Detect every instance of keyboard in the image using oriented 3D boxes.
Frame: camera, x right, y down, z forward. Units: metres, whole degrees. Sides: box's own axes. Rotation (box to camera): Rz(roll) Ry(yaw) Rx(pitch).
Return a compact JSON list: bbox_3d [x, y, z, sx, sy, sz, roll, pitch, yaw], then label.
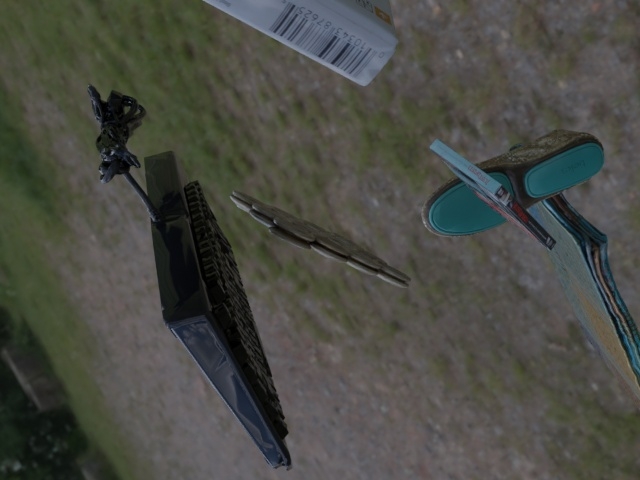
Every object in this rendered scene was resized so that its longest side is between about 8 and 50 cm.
[{"bbox_3d":[-0.086,-0.002,0.684,0.201,0.033,0.317,57,-179,-23],"label":"keyboard"}]

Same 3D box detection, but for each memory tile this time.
[{"bbox_3d":[0.000,0.000,0.889,0.148,0.012,0.113,23,-174,-38],"label":"memory tile"}]

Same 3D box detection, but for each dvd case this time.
[{"bbox_3d":[0.152,-0.039,0.932,0.119,0.013,0.087,35,-174,-47],"label":"dvd case"}]

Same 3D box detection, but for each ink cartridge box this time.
[{"bbox_3d":[-0.081,-0.307,0.968,0.072,0.304,0.307,-52,27,31],"label":"ink cartridge box"}]

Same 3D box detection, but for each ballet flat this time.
[{"bbox_3d":[0.192,-0.061,1.103,0.067,0.206,0.073,-129,23,-62],"label":"ballet flat"}]

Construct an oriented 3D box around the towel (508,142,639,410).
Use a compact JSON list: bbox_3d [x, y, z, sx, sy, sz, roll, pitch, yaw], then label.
[{"bbox_3d":[0.364,0.066,1.430,0.370,0.040,0.271,59,-175,-33],"label":"towel"}]
